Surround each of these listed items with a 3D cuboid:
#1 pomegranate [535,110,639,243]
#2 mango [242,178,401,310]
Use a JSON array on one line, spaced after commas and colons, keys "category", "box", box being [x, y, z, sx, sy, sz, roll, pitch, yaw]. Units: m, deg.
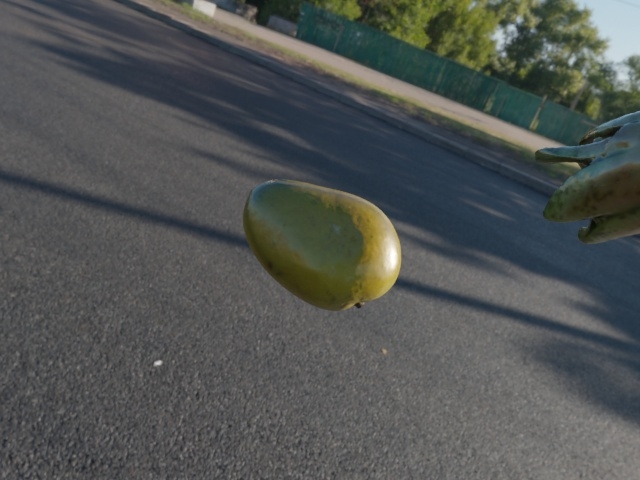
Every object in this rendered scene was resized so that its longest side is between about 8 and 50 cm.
[{"category": "pomegranate", "box": [0.245, -0.056, 0.258, 0.235, 0.236, 0.302, 16, -19, -14]}, {"category": "mango", "box": [0.000, 0.000, 0.643, 0.195, 0.137, 0.098, 35, -10, 1]}]
